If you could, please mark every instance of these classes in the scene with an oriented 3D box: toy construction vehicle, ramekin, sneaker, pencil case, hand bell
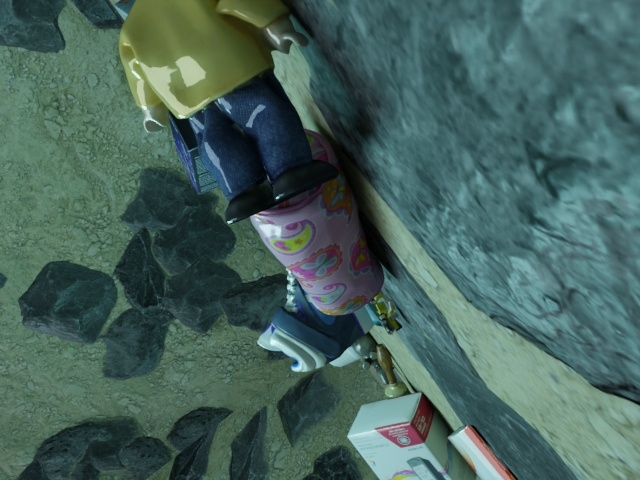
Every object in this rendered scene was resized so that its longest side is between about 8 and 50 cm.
[{"bbox_3d":[0.112,0.117,0.867,0.098,0.035,0.086,58,-177,-19],"label":"toy construction vehicle"},{"bbox_3d":[0.059,0.331,1.704,0.207,0.109,0.207,51,-166,-18],"label":"ramekin"},{"bbox_3d":[-0.058,0.125,1.082,0.322,0.236,0.130,57,174,0],"label":"sneaker"},{"bbox_3d":[-0.003,-0.006,0.621,0.124,0.124,0.284,49,174,33],"label":"pencil case"},{"bbox_3d":[0.208,0.403,1.464,0.241,0.126,0.126,69,168,-20],"label":"hand bell"}]

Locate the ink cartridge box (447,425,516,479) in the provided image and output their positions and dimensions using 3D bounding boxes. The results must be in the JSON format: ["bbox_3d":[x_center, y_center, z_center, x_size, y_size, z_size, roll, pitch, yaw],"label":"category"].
[{"bbox_3d":[0.326,0.445,0.998,0.145,0.045,0.179,50,175,22],"label":"ink cartridge box"}]

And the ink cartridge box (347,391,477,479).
[{"bbox_3d":[0.258,0.594,1.388,0.306,0.226,0.131,55,-144,-8],"label":"ink cartridge box"}]

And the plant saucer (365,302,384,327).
[{"bbox_3d":[0.114,0.162,1.120,0.067,0.018,0.192,53,173,4],"label":"plant saucer"}]

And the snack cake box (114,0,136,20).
[{"bbox_3d":[-0.182,-0.262,0.681,0.264,0.089,0.152,45,168,50],"label":"snack cake box"}]

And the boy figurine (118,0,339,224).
[{"bbox_3d":[-0.100,-0.156,0.425,0.285,0.177,0.092,63,-150,-3],"label":"boy figurine"}]

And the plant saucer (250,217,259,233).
[{"bbox_3d":[-0.081,0.013,1.305,0.310,0.050,0.310,45,-176,-4],"label":"plant saucer"}]

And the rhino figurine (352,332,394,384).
[{"bbox_3d":[0.159,0.361,1.571,0.243,0.073,0.106,53,-168,3],"label":"rhino figurine"}]

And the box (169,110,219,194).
[{"bbox_3d":[-0.305,-0.244,1.280,0.153,0.108,0.207,60,162,21],"label":"box"}]
